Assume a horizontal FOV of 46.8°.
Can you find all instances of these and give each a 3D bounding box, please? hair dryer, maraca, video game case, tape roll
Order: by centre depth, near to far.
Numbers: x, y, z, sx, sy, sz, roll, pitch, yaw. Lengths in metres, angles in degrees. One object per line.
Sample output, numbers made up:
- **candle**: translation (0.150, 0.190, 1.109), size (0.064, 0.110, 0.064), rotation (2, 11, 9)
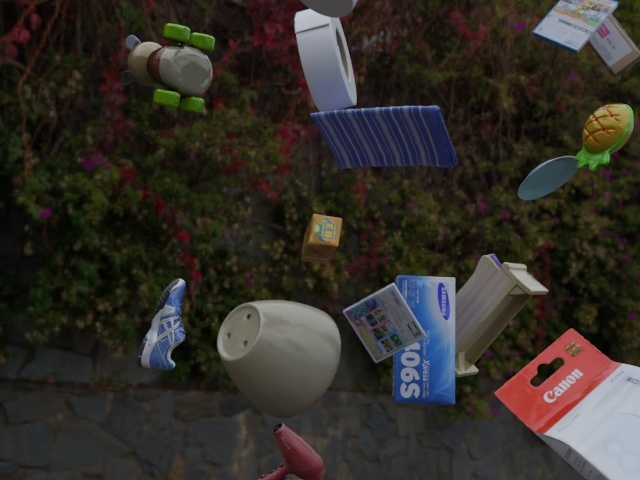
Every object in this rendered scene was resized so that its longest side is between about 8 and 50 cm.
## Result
- **video game case**: translation (0.592, -0.515, 1.719), size (0.119, 0.166, 0.015), rotation (35, -13, 29)
- **video game case**: translation (0.155, 0.200, 1.783), size (0.143, 0.157, 0.019), rotation (-30, 11, 12)
- **maraca**: translation (0.687, -0.251, 1.795), size (0.099, 0.185, 0.127), rotation (30, -2, -24)
- **hair dryer**: translation (-0.100, 0.622, 1.963), size (0.224, 0.293, 0.080), rotation (2, 13, -14)
- **tape roll**: translation (0.017, -0.498, 2.028), size (0.100, 0.286, 0.286), rotation (-11, -15, 12)

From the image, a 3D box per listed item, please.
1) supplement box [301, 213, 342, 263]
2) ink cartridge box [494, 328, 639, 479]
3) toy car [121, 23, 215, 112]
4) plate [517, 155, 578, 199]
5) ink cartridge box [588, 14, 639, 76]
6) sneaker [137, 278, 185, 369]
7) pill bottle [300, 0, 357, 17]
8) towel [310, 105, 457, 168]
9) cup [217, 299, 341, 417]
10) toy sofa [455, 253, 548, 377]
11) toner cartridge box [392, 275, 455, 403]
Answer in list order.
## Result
- **supplement box**: translation (0.000, 0.000, 1.844), size (0.080, 0.078, 0.233), rotation (8, -12, -2)
- **ink cartridge box**: translation (0.664, 0.391, 1.763), size (0.385, 0.308, 0.091), rotation (43, -26, 31)
- **toy car**: translation (-0.328, -0.352, 1.497), size (0.188, 0.155, 0.149), rotation (14, 7, 29)
- **plate**: translation (0.636, -0.181, 2.083), size (0.188, 0.024, 0.188), rotation (-20, -29, -12)
- **ink cartridge box**: translation (0.791, -0.575, 2.067), size (0.088, 0.234, 0.193), rotation (-36, -6, 23)
- **sneaker**: translation (-0.336, 0.189, 1.653), size (0.081, 0.211, 0.080), rotation (18, -4, 0)
- **pill bottle**: translation (0.060, -0.576, 1.405), size (0.161, 0.283, 0.161), rotation (25, -18, 8)
- **towel**: translation (0.167, -0.257, 1.895), size (0.336, 0.040, 0.243), rotation (1, -28, 23)
- **cup**: translation (-0.144, 0.295, 2.044), size (0.331, 0.331, 0.237), rotation (-5, -31, 42)
- **toy sofa**: translation (0.476, 0.217, 2.175), size (0.177, 0.362, 0.150), rotation (47, 22, 29)
- **toner cartridge box**: translation (0.286, 0.275, 2.048), size (0.165, 0.347, 0.075), rotation (2, -13, -2)
